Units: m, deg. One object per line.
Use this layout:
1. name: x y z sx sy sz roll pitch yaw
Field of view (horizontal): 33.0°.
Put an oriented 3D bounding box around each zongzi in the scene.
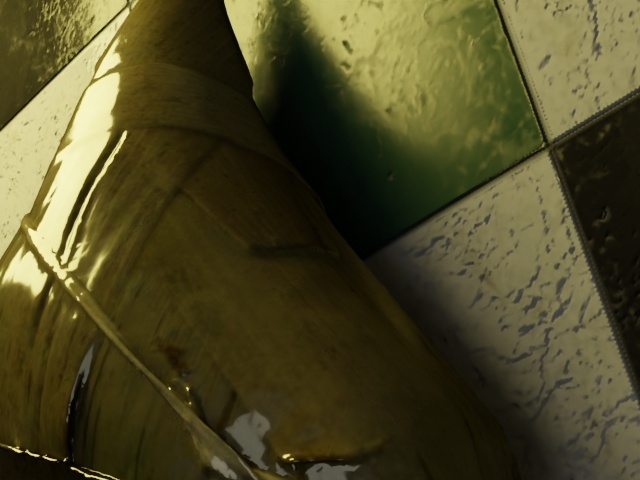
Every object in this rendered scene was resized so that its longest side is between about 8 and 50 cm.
1. zongzi: -0.014 -0.006 0.673 0.500 0.218 0.467 10 83 42
